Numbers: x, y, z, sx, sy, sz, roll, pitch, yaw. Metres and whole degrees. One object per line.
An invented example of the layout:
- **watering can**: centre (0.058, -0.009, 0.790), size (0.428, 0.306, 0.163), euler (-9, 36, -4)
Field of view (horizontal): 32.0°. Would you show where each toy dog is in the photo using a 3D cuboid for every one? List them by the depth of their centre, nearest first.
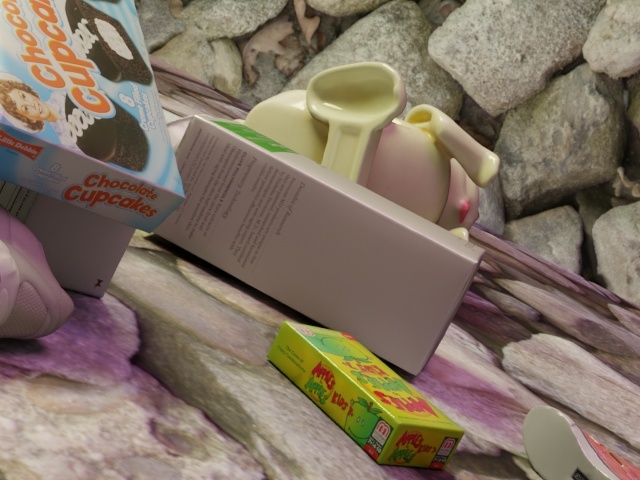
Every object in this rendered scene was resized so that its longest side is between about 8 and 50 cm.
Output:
- **toy dog**: centre (0.081, -0.077, 1.717), size (0.395, 0.285, 0.408), euler (4, -6, 38)

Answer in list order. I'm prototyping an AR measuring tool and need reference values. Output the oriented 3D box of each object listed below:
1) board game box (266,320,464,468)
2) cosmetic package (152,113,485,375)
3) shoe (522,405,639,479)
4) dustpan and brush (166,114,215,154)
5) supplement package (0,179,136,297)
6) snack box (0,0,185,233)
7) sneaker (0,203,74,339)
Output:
- **board game box**: centre (0.039, 0.142, 1.042), size (0.092, 0.043, 0.181), euler (16, 15, -44)
- **cosmetic package**: centre (0.000, 0.000, 1.332), size (0.365, 0.155, 0.197), euler (27, 8, 7)
- **shoe**: centre (0.280, 0.237, 1.126), size (0.081, 0.063, 0.178), euler (20, 18, -36)
- **dustpan and brush**: centre (-0.229, -0.082, 1.348), size (0.060, 0.147, 0.211), euler (42, 40, 10)
- **supplement package**: centre (-0.256, -0.040, 1.042), size (0.105, 0.105, 0.179), euler (20, 13, -39)
- **snack box**: centre (-0.235, -0.166, 0.983), size (0.187, 0.060, 0.322), euler (22, 37, -42)
- **sneaker**: centre (-0.289, -0.010, 0.873), size (0.262, 0.099, 0.121), euler (49, 10, 29)
